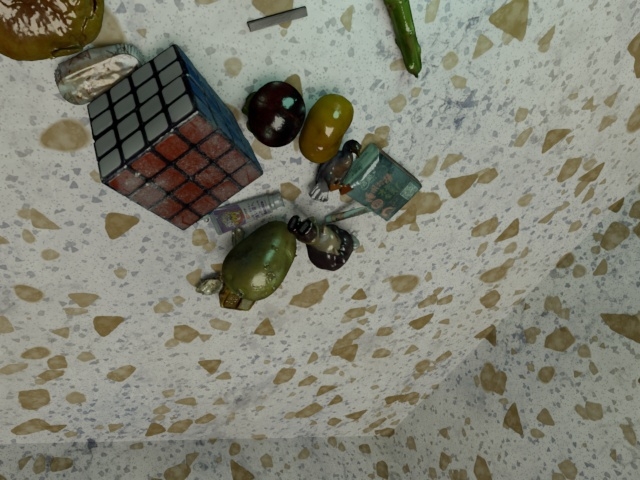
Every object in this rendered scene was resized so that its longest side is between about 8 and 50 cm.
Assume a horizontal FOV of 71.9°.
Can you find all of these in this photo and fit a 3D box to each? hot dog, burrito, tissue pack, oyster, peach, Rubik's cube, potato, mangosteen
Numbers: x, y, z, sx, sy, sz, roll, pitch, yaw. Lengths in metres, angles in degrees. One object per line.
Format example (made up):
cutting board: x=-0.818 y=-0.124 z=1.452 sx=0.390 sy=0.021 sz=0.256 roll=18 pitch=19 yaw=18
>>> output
hot dog: x=-0.647 y=-0.492 z=1.302 sx=0.267 sy=0.075 sz=0.144 roll=-18 pitch=130 yaw=-4
burrito: x=-0.348 y=-0.010 z=1.861 sx=0.055 sy=0.041 sz=0.149 roll=-12 pitch=130 yaw=-25
tissue pack: x=0.256 y=-0.236 z=1.864 sx=0.315 sy=0.103 sz=0.228 roll=28 pitch=114 yaw=-38
oyster: x=-0.488 y=0.197 z=1.977 sx=0.148 sy=0.051 sz=0.103 roll=-25 pitch=139 yaw=21
peach: x=0.024 y=-0.393 z=1.558 sx=0.251 sy=0.153 sz=0.251 roll=-50 pitch=170 yaw=-13
Rubik's cube: x=-0.433 y=-0.296 z=1.334 sx=0.343 sy=0.337 sz=0.344 roll=-32 pitch=147 yaw=7
potato: x=-0.233 y=0.079 z=1.803 sx=0.359 sy=0.269 sz=0.219 roll=-48 pitch=138 yaw=-12
mangosteen: x=-0.157 y=-0.430 z=1.478 sx=0.216 sy=0.216 sz=0.216 roll=-11 pitch=132 yaw=-13

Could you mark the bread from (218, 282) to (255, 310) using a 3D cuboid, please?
bread: x=-0.358 y=0.227 z=2.028 sx=0.181 sy=0.096 sz=0.222 roll=17 pitch=121 yaw=-30

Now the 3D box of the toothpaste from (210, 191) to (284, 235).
toothpaste: x=-0.294 y=-0.117 z=1.774 sx=0.299 sy=0.073 sz=0.114 roll=-20 pitch=115 yaw=0

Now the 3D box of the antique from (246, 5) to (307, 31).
antique: x=-0.133 y=-0.690 z=1.375 sx=0.192 sy=0.015 sz=0.031 roll=-18 pitch=135 yaw=-6

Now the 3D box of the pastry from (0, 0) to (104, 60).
pastry: x=-0.730 y=-0.618 z=1.101 sx=0.355 sy=0.164 sz=0.356 roll=-10 pitch=133 yaw=-10

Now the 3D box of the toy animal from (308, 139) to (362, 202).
toy animal: x=0.060 y=-0.262 z=1.719 sx=0.122 sy=0.185 sz=0.298 roll=9 pitch=150 yaw=-29

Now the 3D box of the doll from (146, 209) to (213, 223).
doll: x=-0.510 y=-0.140 z=1.600 sx=0.256 sy=0.215 sz=0.161 roll=-1 pitch=92 yaw=-9

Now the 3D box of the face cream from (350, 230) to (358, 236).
face cream: x=0.125 y=-0.002 z=2.071 sx=0.115 sy=0.020 sz=0.038 roll=-36 pitch=132 yaw=7

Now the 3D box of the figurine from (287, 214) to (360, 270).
figurine: x=0.003 y=-0.020 z=1.861 sx=0.218 sy=0.206 sz=0.365 roll=7 pitch=152 yaw=29

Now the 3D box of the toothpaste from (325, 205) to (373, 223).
toothpaste: x=0.121 y=-0.113 z=1.907 sx=0.205 sy=0.036 sz=0.056 roll=-14 pitch=154 yaw=24

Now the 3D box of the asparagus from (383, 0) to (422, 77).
asparagus: x=0.283 y=-0.708 z=1.480 sx=0.082 sy=0.085 sz=0.343 roll=-27 pitch=135 yaw=7
